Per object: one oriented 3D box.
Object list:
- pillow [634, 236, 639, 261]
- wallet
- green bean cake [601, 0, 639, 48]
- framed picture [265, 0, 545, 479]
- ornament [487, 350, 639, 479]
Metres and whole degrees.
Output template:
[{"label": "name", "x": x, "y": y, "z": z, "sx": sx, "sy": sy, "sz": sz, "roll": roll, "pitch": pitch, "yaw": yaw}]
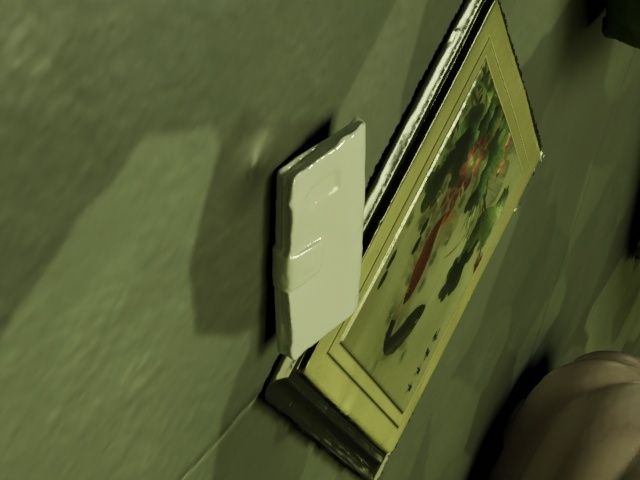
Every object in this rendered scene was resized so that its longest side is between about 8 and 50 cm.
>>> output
[{"label": "pillow", "x": 0.364, "y": -0.051, "z": 0.996, "sx": 0.310, "sy": 0.283, "sz": 0.138, "roll": 84, "pitch": 24, "yaw": -45}, {"label": "wallet", "x": 0.000, "y": 0.000, "z": 0.504, "sx": 0.044, "sy": 0.011, "sz": 0.083, "roll": -39, "pitch": 144, "yaw": -37}, {"label": "green bean cake", "x": 0.242, "y": -0.197, "z": 0.703, "sx": 0.222, "sy": 0.125, "sz": 0.227, "roll": -39, "pitch": 155, "yaw": -27}, {"label": "framed picture", "x": 0.048, "y": 0.007, "z": 0.638, "sx": 0.195, "sy": 0.010, "sz": 0.199, "roll": -62, "pitch": 159, "yaw": -10}, {"label": "ornament", "x": 0.194, "y": 0.164, "z": 0.940, "sx": 0.177, "sy": 0.177, "sz": 0.177, "roll": -51, "pitch": 154, "yaw": -36}]
